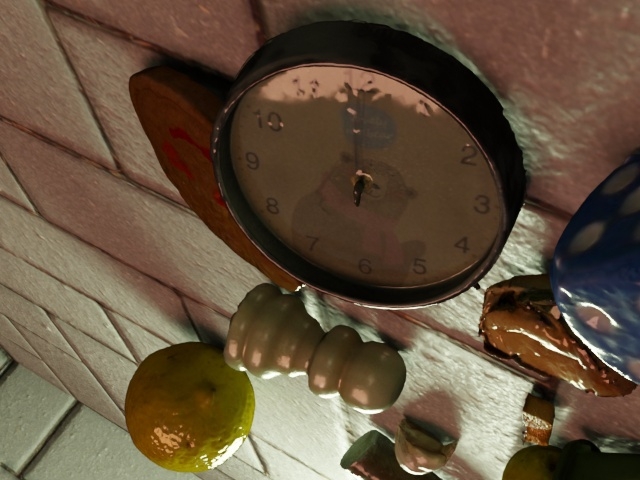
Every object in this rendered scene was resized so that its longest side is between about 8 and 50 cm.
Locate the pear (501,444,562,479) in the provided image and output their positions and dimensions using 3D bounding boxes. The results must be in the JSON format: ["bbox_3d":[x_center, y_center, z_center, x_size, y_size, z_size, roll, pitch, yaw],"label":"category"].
[{"bbox_3d":[0.289,0.319,1.160,0.107,0.107,0.131,30,147,12],"label":"pear"}]

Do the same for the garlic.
[{"bbox_3d":[0.153,0.327,1.386,0.094,0.074,0.113,25,171,0],"label":"garlic"}]

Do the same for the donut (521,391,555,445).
[{"bbox_3d":[0.262,0.223,1.075,0.037,0.067,0.083,8,113,17],"label":"donut"}]

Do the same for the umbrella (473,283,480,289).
[{"bbox_3d":[0.080,-0.033,0.879,0.269,0.044,0.044,51,-178,-28],"label":"umbrella"}]

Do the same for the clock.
[{"bbox_3d":[0.035,-0.054,0.774,0.280,0.055,0.281,14,135,15],"label":"clock"}]

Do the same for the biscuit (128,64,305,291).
[{"bbox_3d":[-0.114,-0.067,0.988,0.273,0.049,0.257,41,158,26],"label":"biscuit"}]

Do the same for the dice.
[{"bbox_3d":[0.261,0.022,0.618,0.146,0.143,0.146,43,154,-15],"label":"dice"}]

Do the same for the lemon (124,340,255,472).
[{"bbox_3d":[-0.246,0.312,1.677,0.267,0.267,0.267,29,155,15],"label":"lemon"}]

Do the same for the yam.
[{"bbox_3d":[0.162,0.432,1.539,0.259,0.093,0.093,38,155,-5],"label":"yam"}]

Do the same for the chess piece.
[{"bbox_3d":[0.001,0.161,1.234,0.243,0.133,0.133,22,152,17],"label":"chess piece"}]

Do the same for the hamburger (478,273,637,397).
[{"bbox_3d":[0.225,0.067,0.828,0.176,0.087,0.102,22,142,42],"label":"hamburger"}]

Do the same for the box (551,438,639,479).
[{"bbox_3d":[0.402,0.404,1.019,0.177,0.253,0.329,-20,123,46],"label":"box"}]

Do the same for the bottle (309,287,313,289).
[{"bbox_3d":[0.000,0.000,1.020,0.060,0.060,0.217,30,156,13],"label":"bottle"}]
